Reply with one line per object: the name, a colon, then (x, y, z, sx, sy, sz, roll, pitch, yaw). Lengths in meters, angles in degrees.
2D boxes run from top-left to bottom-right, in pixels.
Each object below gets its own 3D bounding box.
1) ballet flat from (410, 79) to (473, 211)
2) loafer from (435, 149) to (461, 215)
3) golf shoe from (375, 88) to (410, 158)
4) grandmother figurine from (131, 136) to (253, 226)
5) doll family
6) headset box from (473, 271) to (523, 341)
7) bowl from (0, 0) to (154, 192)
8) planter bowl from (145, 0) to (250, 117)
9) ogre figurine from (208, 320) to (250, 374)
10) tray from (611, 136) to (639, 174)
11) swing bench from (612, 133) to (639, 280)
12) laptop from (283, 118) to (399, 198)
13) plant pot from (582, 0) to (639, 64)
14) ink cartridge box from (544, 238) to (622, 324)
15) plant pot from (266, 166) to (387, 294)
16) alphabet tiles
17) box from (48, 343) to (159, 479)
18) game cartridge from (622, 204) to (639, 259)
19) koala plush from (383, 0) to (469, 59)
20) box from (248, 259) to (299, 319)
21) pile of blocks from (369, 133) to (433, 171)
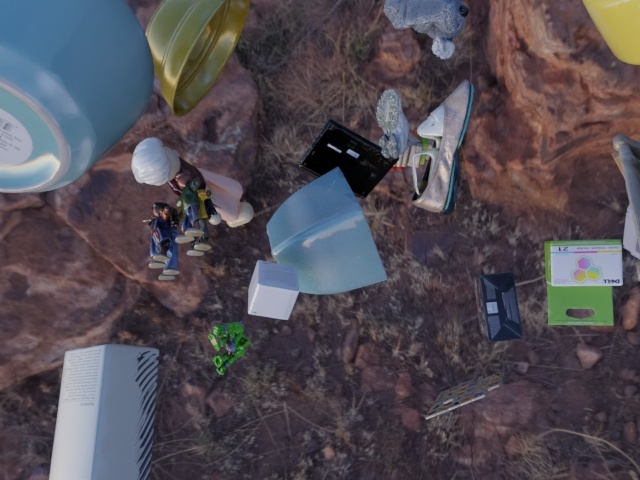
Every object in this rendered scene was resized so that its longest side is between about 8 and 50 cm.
ballet flat: (0.274, -0.217, 1.177, 0.106, 0.107, 0.316, 7, 109, 0)
loafer: (0.420, -0.191, 1.640, 0.076, 0.078, 0.223, 28, 117, 54)
golf shoe: (0.191, -0.301, 1.281, 0.086, 0.176, 0.069, -27, 35, -37)
grandmother figurine: (-0.274, -0.127, 1.069, 0.208, 0.342, 0.104, 41, 94, 21)
doll family: (-0.194, -0.025, 0.682, 0.193, 0.076, 0.112, -30, 62, 36)
headset box: (0.603, 0.223, 1.732, 0.110, 0.293, 0.218, -8, 82, 12)
bowl: (-0.363, -0.173, 0.574, 0.311, 0.312, 0.163, -12, 50, 11)
planter bowl: (-0.200, -0.303, 0.759, 0.090, 0.217, 0.217, 33, 84, -7)
ogre figurine: (-0.308, 0.354, 1.706, 0.096, 0.118, 0.197, 3, 109, 47)
tray: (0.622, 0.018, 0.795, 0.076, 0.410, 0.203, -34, 38, 35)
swing bench: (0.422, -0.100, 0.464, 0.165, 0.255, 0.253, 17, 47, 7)
laptop: (0.052, -0.232, 1.463, 0.264, 0.234, 0.137, -50, 27, 36)
plant pot: (0.331, -0.333, 0.438, 0.254, 0.254, 0.239, -44, 107, -1)
ink cartridge box: (0.764, 0.126, 1.462, 0.188, 0.097, 0.256, -2, 90, 15)
plant pot: (0.000, 0.000, 1.345, 0.252, 0.248, 0.247, -24, 34, 1)
alphabet tiles: (0.445, 0.462, 1.532, 0.237, 0.198, 0.009, -32, 82, 26)
box: (-0.306, 0.291, 0.709, 0.113, 0.094, 0.275, -13, 69, 33)
game cartridge: (0.861, 0.004, 1.247, 0.060, 0.294, 0.196, -47, 55, 2)
koala plush: (0.298, -0.594, 1.300, 0.203, 0.221, 0.196, 1, 84, 40)
box: (-0.112, 0.117, 1.187, 0.101, 0.101, 0.087, 12, 35, -15)
pile of blocks: (0.325, -0.330, 1.930, 0.361, 0.113, 0.149, -3, 32, -16)
